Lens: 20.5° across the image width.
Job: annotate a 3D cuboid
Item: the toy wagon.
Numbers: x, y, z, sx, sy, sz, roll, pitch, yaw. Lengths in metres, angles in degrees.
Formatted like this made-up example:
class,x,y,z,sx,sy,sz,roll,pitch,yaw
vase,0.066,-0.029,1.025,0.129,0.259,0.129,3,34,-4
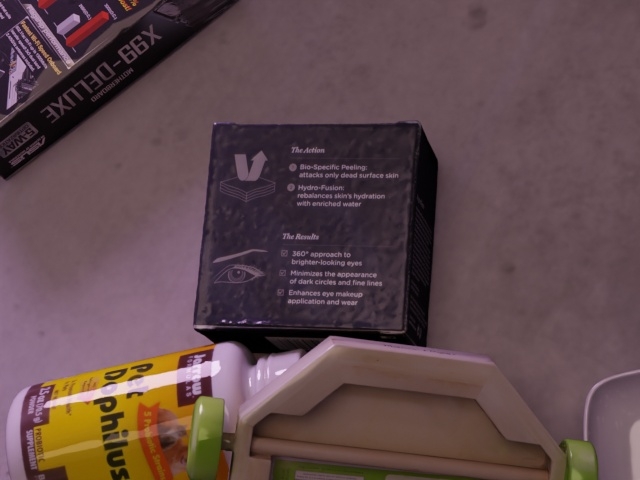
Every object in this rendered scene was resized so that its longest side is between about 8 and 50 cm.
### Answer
class,x,y,z,sx,sy,sz,roll,pitch,yaw
toy wagon,0.033,0.241,1.176,0.267,0.068,0.344,7,96,-4

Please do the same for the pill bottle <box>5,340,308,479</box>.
class,x,y,z,sx,sy,sz,roll,pitch,yaw
pill bottle,-0.106,0.140,1.256,0.215,0.117,0.117,-13,71,9

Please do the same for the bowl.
class,x,y,z,sx,sy,sz,roll,pitch,yaw
bowl,0.253,0.157,1.200,0.142,0.053,0.142,-6,73,11

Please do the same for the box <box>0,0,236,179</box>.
class,x,y,z,sx,sy,sz,roll,pitch,yaw
box,-0.251,-0.242,1.428,0.242,0.076,0.307,-38,69,0

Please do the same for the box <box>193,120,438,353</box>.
class,x,y,z,sx,sy,sz,roll,pitch,yaw
box,0.000,0.000,1.285,0.156,0.093,0.158,1,75,14
